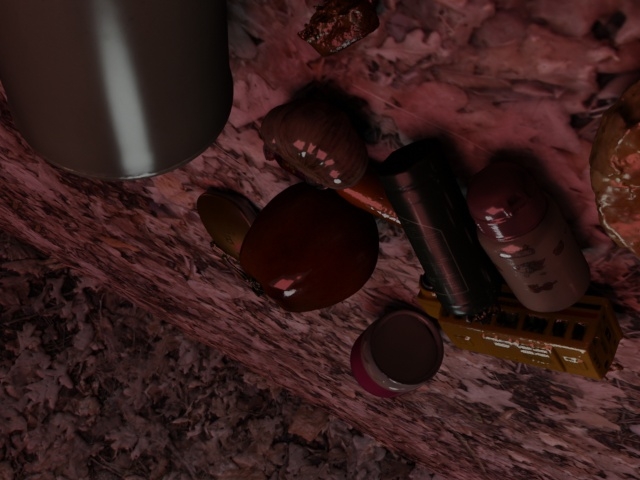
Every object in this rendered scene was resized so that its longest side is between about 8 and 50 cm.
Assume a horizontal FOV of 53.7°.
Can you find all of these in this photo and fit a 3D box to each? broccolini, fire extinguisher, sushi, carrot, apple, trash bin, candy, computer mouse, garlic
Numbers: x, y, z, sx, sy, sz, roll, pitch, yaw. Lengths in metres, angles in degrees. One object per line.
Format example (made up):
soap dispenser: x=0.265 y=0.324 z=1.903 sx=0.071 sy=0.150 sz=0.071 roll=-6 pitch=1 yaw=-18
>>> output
broccolini: x=-0.202 y=0.070 z=1.601 sx=0.201 sy=0.074 sz=0.058 roll=35 pitch=173 yaw=-10
fire extinguisher: x=0.182 y=0.009 z=0.892 sx=0.311 sy=0.095 sz=0.114 roll=61 pitch=-174 yaw=-21
sushi: x=0.018 y=-0.245 z=0.706 sx=0.118 sy=0.061 sz=0.060 roll=-22 pitch=119 yaw=37
carrot: x=0.119 y=-0.055 z=0.966 sx=0.225 sy=0.067 sz=0.067 roll=28 pitch=157 yaw=-4
apple: x=-0.013 y=0.013 z=1.069 sx=0.234 sy=0.234 sz=0.234 roll=24 pitch=157 yaw=11
trash bin: x=-0.232 y=-0.261 z=0.683 sx=0.280 sy=0.280 sz=0.432 roll=27 pitch=154 yaw=4
candy: x=-0.035 y=-0.121 z=1.007 sx=0.175 sy=0.043 sz=0.045 roll=35 pitch=126 yaw=42
computer mouse: x=-0.165 y=0.002 z=1.407 sx=0.158 sy=0.072 sz=0.310 roll=17 pitch=155 yaw=31
garlic: x=0.000 y=-0.140 z=0.885 sx=0.159 sy=0.102 sz=0.147 roll=32 pitch=174 yaw=23

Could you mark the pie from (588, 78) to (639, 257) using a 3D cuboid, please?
pie: x=0.423 y=-0.052 z=0.592 sx=0.339 sy=0.083 sz=0.339 roll=21 pitch=153 yaw=11

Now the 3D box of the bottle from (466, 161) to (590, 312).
bottle: x=0.270 y=-0.007 z=0.835 sx=0.110 sy=0.110 sz=0.233 roll=4 pitch=147 yaw=45

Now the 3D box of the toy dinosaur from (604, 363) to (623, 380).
toy dinosaur: x=0.502 y=0.236 z=1.178 sx=0.113 sy=0.026 sz=0.041 roll=4 pitch=141 yaw=29

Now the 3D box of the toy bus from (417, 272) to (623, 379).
toy bus: x=0.312 y=0.132 z=1.058 sx=0.335 sy=0.123 sz=0.121 roll=6 pitch=148 yaw=43

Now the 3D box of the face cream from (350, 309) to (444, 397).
face cream: x=0.169 y=0.256 z=1.416 sx=0.175 sy=0.175 sz=0.195 roll=29 pitch=156 yaw=1
